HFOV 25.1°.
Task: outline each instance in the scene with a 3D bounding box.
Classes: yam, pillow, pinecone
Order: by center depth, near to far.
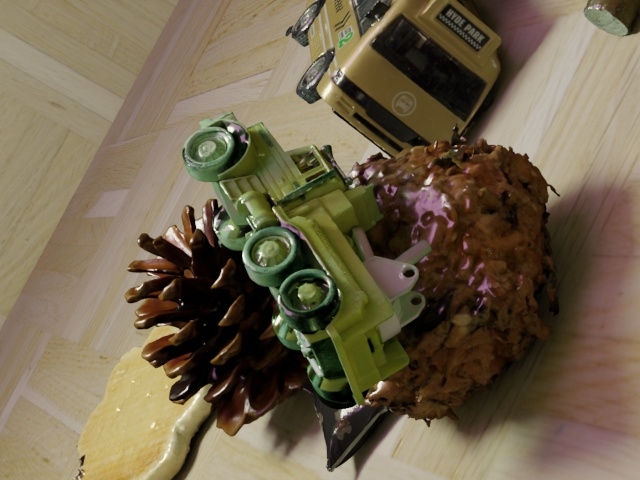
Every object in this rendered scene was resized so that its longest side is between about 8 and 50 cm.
[{"bbox_3d":[0.294,-0.259,1.368,0.132,0.054,0.054,-66,19,-14],"label":"yam"},{"bbox_3d":[0.027,0.159,1.440,0.090,0.048,0.150,-65,19,19],"label":"pillow"},{"bbox_3d":[-0.092,0.072,1.577,0.264,0.264,0.264,-51,20,27],"label":"pinecone"}]

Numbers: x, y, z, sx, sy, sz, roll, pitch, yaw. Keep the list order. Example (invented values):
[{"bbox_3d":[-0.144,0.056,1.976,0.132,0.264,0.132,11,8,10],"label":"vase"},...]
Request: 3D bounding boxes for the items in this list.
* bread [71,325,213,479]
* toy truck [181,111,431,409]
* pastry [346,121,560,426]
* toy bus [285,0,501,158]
[{"bbox_3d":[-0.234,0.239,1.954,0.316,0.054,0.316,-40,30,28],"label":"bread"},{"bbox_3d":[-0.004,-0.001,1.169,0.135,0.128,0.259,-32,52,-9],"label":"toy truck"},{"bbox_3d":[0.086,0.026,1.253,0.275,0.193,0.275,-48,22,27],"label":"pastry"},{"bbox_3d":[0.089,-0.233,1.679,0.202,0.177,0.365,-47,20,18],"label":"toy bus"}]
